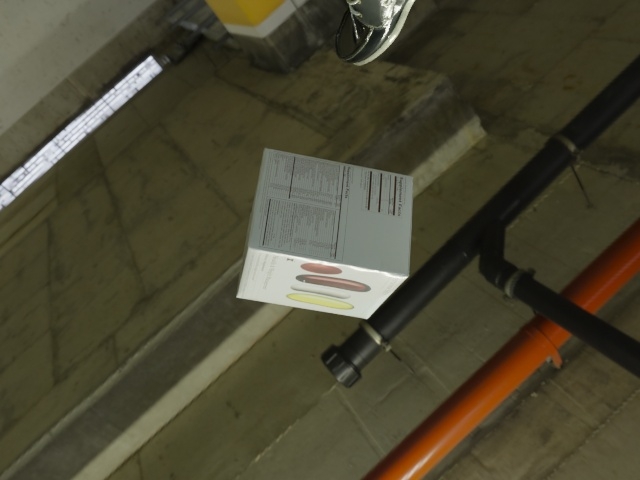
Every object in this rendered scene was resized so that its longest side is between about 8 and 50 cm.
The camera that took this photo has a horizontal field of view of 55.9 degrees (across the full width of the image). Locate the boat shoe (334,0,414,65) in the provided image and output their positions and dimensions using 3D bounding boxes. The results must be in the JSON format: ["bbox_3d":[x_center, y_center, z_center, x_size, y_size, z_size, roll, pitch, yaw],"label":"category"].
[{"bbox_3d":[0.059,-0.270,0.631,0.233,0.079,0.084,137,-56,-61],"label":"boat shoe"}]

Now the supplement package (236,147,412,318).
[{"bbox_3d":[0.000,0.000,0.839,0.194,0.203,0.149,115,-17,-63],"label":"supplement package"}]
